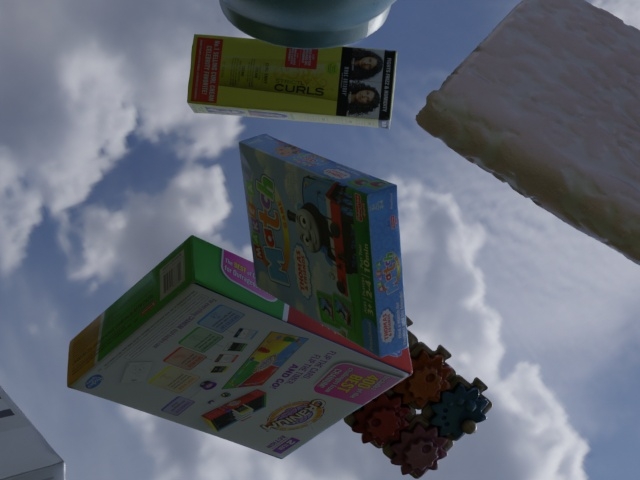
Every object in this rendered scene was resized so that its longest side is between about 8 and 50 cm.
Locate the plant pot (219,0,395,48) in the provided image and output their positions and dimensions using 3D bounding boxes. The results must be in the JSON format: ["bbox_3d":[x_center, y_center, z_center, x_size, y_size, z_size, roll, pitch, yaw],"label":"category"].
[{"bbox_3d":[-0.011,-0.310,1.197,0.293,0.293,0.196,35,-41,29],"label":"plant pot"}]

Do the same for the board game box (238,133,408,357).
[{"bbox_3d":[0.000,0.000,1.176,0.211,0.039,0.160,26,-51,52],"label":"board game box"}]

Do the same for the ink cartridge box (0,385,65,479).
[{"bbox_3d":[-0.253,0.139,0.800,0.332,0.065,0.165,32,-54,48],"label":"ink cartridge box"}]

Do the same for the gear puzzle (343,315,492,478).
[{"bbox_3d":[0.083,0.190,1.698,0.339,0.175,0.044,41,9,-23],"label":"gear puzzle"}]

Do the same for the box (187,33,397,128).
[{"bbox_3d":[-0.031,-0.182,1.425,0.232,0.058,0.087,6,-95,4],"label":"box"}]

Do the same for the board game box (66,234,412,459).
[{"bbox_3d":[-0.091,0.135,1.431,0.242,0.316,0.064,-38,-138,33],"label":"board game box"}]

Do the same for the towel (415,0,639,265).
[{"bbox_3d":[0.280,-0.087,1.100,0.332,0.317,0.053,32,-51,8],"label":"towel"}]
